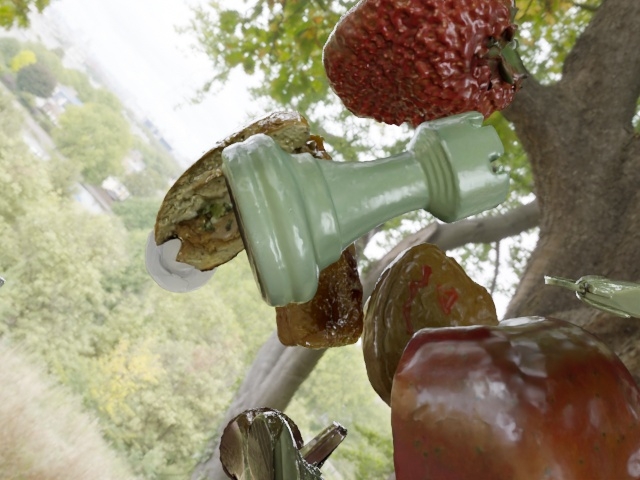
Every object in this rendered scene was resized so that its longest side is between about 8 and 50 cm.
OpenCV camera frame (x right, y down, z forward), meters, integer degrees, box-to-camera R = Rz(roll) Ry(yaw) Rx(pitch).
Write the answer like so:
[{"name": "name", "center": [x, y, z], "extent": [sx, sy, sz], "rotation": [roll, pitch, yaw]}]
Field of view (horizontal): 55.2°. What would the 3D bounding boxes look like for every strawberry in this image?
[{"name": "strawberry", "center": [0.170, -0.342, 1.075], "extent": [0.312, 0.352, 0.267], "rotation": [56, 32, -48]}]

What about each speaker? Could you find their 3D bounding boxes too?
[{"name": "speaker", "center": [-0.070, 0.477, 1.256], "extent": [0.329, 0.259, 0.198], "rotation": [-164, -120, -76]}]

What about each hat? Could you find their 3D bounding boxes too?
[{"name": "hat", "center": [-0.358, 0.032, 1.582], "extent": [0.203, 0.203, 0.126], "rotation": [49, -11, -10]}]

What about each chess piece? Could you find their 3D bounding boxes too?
[{"name": "chess piece", "center": [0.053, -0.053, 0.696], "extent": [0.194, 0.299, 0.194], "rotation": [163, -90, -81]}]

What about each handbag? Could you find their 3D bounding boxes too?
[{"name": "handbag", "center": [0.613, 0.115, 1.357], "extent": [0.219, 0.079, 0.256], "rotation": [13, 2, 24]}]

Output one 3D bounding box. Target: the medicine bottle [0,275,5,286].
[{"name": "medicine bottle", "center": [-0.602, 0.031, 0.978], "extent": [0.183, 0.069, 0.119], "rotation": [47, -28, -19]}]

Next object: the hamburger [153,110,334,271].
[{"name": "hamburger", "center": [-0.111, -0.082, 0.862], "extent": [0.144, 0.283, 0.156], "rotation": [51, 21, -24]}]

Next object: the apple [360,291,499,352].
[{"name": "apple", "center": [0.219, 0.222, 1.235], "extent": [0.301, 0.301, 0.301], "rotation": [48, -3, 4]}]

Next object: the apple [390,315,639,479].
[{"name": "apple", "center": [0.198, 0.257, 0.654], "extent": [0.329, 0.364, 0.295], "rotation": [9, -8, -11]}]

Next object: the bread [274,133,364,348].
[{"name": "bread", "center": [0.000, 0.000, 1.089], "extent": [0.109, 0.379, 0.185], "rotation": [-9, -7, 44]}]

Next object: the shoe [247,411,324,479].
[{"name": "shoe", "center": [-0.034, 0.331, 0.801], "extent": [0.103, 0.098, 0.274], "rotation": [43, -35, 51]}]

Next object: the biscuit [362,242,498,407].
[{"name": "biscuit", "center": [0.174, 0.142, 0.910], "extent": [0.257, 0.272, 0.049], "rotation": [39, -35, -22]}]
